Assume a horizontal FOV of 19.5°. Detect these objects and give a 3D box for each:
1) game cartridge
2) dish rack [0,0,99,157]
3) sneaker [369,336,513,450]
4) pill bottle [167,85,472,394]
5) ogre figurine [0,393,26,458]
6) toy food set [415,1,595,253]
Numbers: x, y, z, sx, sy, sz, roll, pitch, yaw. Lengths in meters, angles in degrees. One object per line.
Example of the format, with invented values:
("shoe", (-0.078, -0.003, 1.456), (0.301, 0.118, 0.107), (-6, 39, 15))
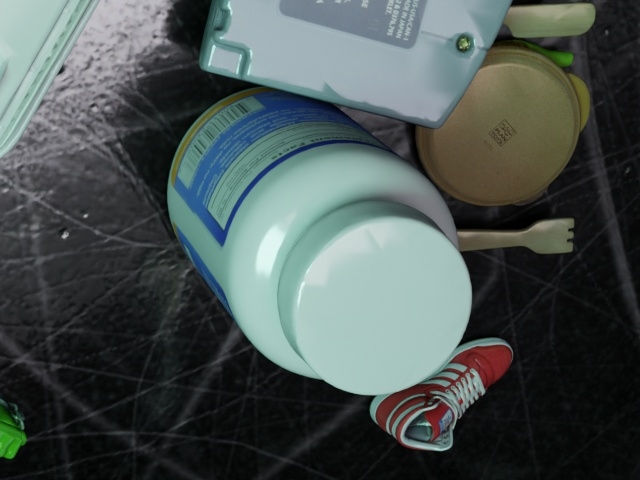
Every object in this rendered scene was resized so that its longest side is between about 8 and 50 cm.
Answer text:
("game cartridge", (0.049, -0.233, 1.242), (0.198, 0.062, 0.297), (13, 96, -19))
("dish rack", (-0.249, -0.221, 1.166), (0.285, 0.072, 0.333), (28, 98, -24))
("sneaker", (0.100, 0.117, 1.386), (0.118, 0.067, 0.042), (-28, 114, -8))
("pill bottle", (0.000, 0.000, 1.204), (0.152, 0.272, 0.152), (-6, 109, -16))
("ogre figurine", (-0.290, 0.071, 1.219), (0.197, 0.118, 0.097), (12, 99, -22))
("toy food set", (0.132, -0.084, 1.354), (0.132, 0.038, 0.192), (-2, 113, -10))
